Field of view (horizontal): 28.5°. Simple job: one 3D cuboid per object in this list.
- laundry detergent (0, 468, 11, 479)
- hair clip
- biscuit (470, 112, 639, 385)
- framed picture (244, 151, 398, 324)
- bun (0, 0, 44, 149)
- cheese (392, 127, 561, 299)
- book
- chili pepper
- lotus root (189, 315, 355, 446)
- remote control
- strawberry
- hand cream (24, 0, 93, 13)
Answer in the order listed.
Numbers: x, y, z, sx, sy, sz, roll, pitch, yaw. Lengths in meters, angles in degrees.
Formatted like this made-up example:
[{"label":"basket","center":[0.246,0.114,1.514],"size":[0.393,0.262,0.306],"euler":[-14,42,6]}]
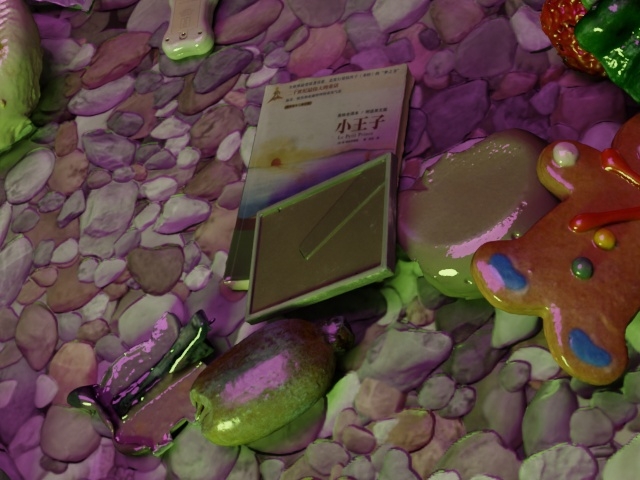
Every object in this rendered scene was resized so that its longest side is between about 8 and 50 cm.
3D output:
[{"label":"laundry detergent","center":[-0.474,0.356,1.375],"size":[0.281,0.105,0.214],"euler":[-13,63,19]},{"label":"hair clip","center":[-0.180,0.157,1.410],"size":[0.187,0.056,0.146],"euler":[-47,53,2]},{"label":"biscuit","center":[0.294,-0.022,1.249],"size":[0.205,0.049,0.324],"euler":[41,64,13]},{"label":"framed picture","center":[0.000,0.000,1.371],"size":[0.203,0.015,0.150],"euler":[-23,50,36]},{"label":"bun","center":[-0.492,-0.217,1.722],"size":[0.259,0.160,0.259],"euler":[-2,62,5]},{"label":"cheese","center":[0.178,-0.032,1.337],"size":[0.202,0.091,0.175],"euler":[-36,51,-3]},{"label":"book","center":[0.000,-0.075,1.484],"size":[0.201,0.026,0.289],"euler":[-6,58,24]},{"label":"chili pepper","center":[0.356,-0.172,1.267],"size":[0.136,0.099,0.270],"euler":[-38,74,-27]},{"label":"lotus root","center":[-0.049,0.141,1.332],"size":[0.192,0.088,0.113],"euler":[-33,45,2]},{"label":"remote control","center":[-0.174,-0.299,1.703],"size":[0.074,0.032,0.122],"euler":[-8,57,20]},{"label":"strawberry","center":[0.325,-0.226,1.375],"size":[0.188,0.121,0.082],"euler":[21,76,30]},{"label":"hand cream","center":[-0.445,-0.365,1.863],"size":[0.257,0.050,0.084],"euler":[-2,56,20]}]
